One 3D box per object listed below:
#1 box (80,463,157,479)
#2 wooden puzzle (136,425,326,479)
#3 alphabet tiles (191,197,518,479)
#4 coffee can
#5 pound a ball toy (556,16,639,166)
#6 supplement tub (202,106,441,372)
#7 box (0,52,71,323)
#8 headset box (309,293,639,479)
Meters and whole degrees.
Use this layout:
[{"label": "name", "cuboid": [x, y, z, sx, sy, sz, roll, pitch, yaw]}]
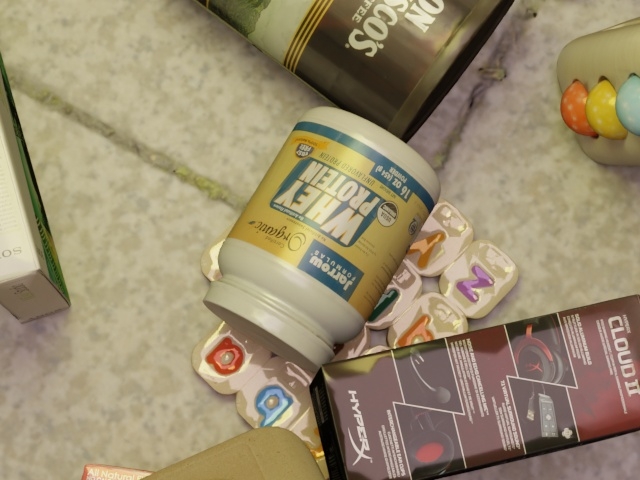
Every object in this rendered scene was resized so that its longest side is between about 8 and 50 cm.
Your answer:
[{"label": "box", "cuboid": [-0.061, 0.282, 1.351, 0.300, 0.154, 0.142, 9, 80, -1]}, {"label": "wooden puzzle", "cuboid": [-0.124, 0.305, 1.155, 0.347, 0.322, 0.080, -19, 125, -9]}, {"label": "alphabet tiles", "cuboid": [0.033, 0.070, 1.461, 0.284, 0.021, 0.278, 43, 80, 4]}, {"label": "coffee can", "cuboid": [0.017, -0.238, 1.424, 0.275, 0.201, 0.201, 37, 80, 4]}, {"label": "pound a ball toy", "cuboid": [0.275, -0.167, 1.392, 0.135, 0.319, 0.208, -21, 97, -6]}, {"label": "supplement tub", "cuboid": [0.000, 0.000, 1.387, 0.144, 0.144, 0.200, 30, 79, 2]}, {"label": "box", "cuboid": [-0.291, -0.100, 1.365, 0.058, 0.232, 0.322, -15, 82, -5]}, {"label": "headset box", "cuboid": [0.146, 0.132, 1.334, 0.293, 0.218, 0.110, -12, 81, -6]}]
